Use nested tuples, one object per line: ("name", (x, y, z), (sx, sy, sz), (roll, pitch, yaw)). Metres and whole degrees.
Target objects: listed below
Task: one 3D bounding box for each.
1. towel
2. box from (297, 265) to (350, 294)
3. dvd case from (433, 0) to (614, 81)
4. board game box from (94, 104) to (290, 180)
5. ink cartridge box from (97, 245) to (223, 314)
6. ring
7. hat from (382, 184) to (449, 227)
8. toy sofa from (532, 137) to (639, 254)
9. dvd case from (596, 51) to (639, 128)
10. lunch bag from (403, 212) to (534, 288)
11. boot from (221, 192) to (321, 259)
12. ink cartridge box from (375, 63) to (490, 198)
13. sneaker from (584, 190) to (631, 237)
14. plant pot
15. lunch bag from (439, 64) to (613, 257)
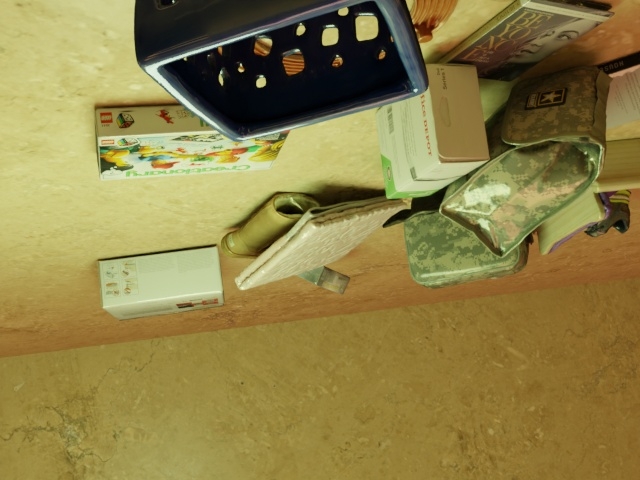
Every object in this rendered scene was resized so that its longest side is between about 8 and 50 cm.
("towel", (0.000, 0.000, 1.869), (0.332, 0.053, 0.317), (-14, 160, -46))
("box", (-0.039, 0.078, 2.196), (0.183, 0.056, 0.231), (24, 179, 22))
("dvd case", (0.300, -0.300, 1.197), (0.165, 0.018, 0.221), (0, 163, -31))
("board game box", (-0.215, -0.164, 1.325), (0.306, 0.053, 0.193), (-5, 166, -15))
("ink cartridge box", (-0.422, 0.123, 2.162), (0.310, 0.130, 0.272), (-7, 167, -8))
("ring", (0.017, -0.285, 1.047), (0.337, 0.032, 0.336), (-10, 166, -2))
("hat", (0.265, -0.127, 1.619), (0.332, 0.133, 0.331), (-13, -176, 1))
("toy sofa", (0.640, -0.093, 1.904), (0.150, 0.177, 0.362), (-6, 165, -10))
("dvd case", (0.499, -0.251, 1.426), (0.239, 0.029, 0.179), (-16, 152, 24))
("lunch bag", (0.386, 0.012, 2.077), (0.305, 0.212, 0.256), (-14, 164, 21))
("boot", (-0.081, -0.028, 1.883), (0.236, 0.089, 0.269), (-6, 163, -38))
("ink cartridge box", (0.176, -0.172, 1.291), (0.093, 0.160, 0.219), (-3, 171, -18))
("sneaker", (0.721, -0.070, 2.155), (0.300, 0.121, 0.111), (-5, 165, -16))
("plant pot", (-0.037, -0.250, 0.782), (0.236, 0.212, 0.236), (-13, 165, 14))
("lunch bag", (0.353, -0.150, 1.316), (0.169, 0.235, 0.287), (37, 131, -9))
